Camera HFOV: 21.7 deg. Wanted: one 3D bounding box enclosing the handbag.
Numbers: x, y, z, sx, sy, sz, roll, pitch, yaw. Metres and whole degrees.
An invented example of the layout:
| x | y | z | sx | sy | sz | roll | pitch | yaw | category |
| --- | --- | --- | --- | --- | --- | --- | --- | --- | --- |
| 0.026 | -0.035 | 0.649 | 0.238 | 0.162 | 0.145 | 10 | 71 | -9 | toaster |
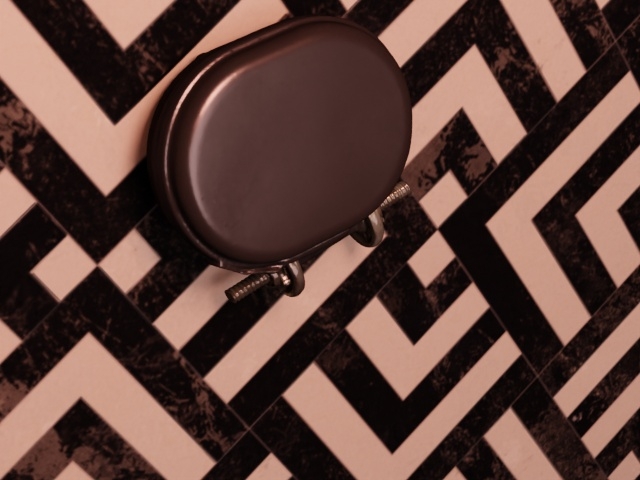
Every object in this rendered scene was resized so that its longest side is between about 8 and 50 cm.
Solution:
| x | y | z | sx | sy | sz | roll | pitch | yaw | category |
| --- | --- | --- | --- | --- | --- | --- | --- | --- | --- |
| -0.041 | -0.102 | 1.764 | 0.308 | 0.093 | 0.254 | -27 | 117 | -25 | handbag |

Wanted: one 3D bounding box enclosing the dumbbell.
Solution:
| x | y | z | sx | sy | sz | roll | pitch | yaw | category |
| --- | --- | --- | --- | --- | --- | --- | --- | --- | --- |
| 0.000 | 0.000 | 1.878 | 0.254 | 0.081 | 0.081 | -32 | 129 | -22 | dumbbell |
